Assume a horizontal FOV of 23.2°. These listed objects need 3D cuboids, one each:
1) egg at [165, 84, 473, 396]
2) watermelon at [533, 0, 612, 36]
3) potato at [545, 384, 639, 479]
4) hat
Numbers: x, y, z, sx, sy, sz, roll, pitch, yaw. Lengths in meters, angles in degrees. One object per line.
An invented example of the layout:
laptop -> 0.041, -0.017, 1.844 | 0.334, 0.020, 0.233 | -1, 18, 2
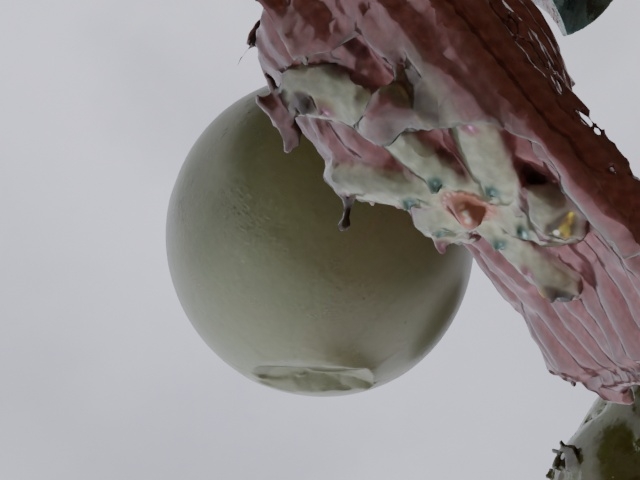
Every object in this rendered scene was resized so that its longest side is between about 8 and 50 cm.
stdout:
egg -> 0.000, 0.000, 1.101 | 0.219, 0.269, 0.219 | -5, -122, 8
watermelon -> 0.152, -0.161, 0.997 | 0.085, 0.061, 0.085 | 8, -113, -20
potato -> 0.378, 0.280, 1.439 | 0.359, 0.270, 0.219 | 47, -176, 2
hat -> 0.039, -0.049, 0.582 | 0.107, 0.237, 0.286 | -37, -92, -9
